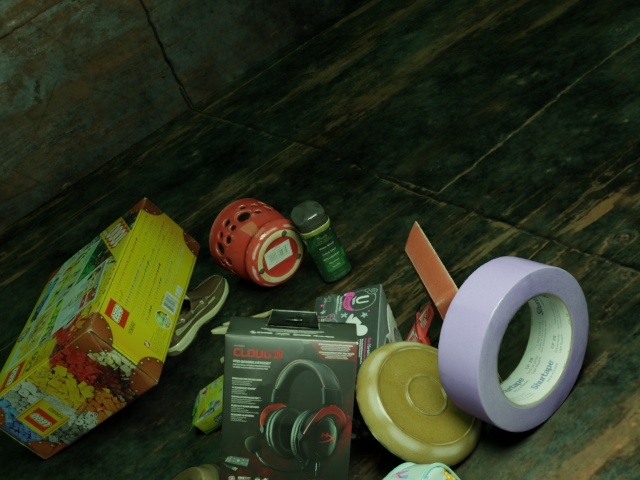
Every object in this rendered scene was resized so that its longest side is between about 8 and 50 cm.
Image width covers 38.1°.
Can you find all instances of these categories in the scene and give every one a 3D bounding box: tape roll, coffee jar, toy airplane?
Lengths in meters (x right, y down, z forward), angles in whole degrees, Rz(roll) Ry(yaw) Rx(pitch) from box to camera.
[{"bbox_3d":[0.319,0.168,1.517,0.275,0.275,0.090,-41,34,-24],"label":"tape roll"},{"bbox_3d":[0.000,0.000,2.118,0.079,0.184,0.096,-30,30,-6],"label":"coffee jar"},{"bbox_3d":[0.198,0.188,1.758,0.028,0.151,0.151,7,27,-14],"label":"toy airplane"}]

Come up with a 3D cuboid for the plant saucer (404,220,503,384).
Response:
[{"bbox_3d":[0.233,0.127,1.665,0.047,0.259,0.258,-27,30,3],"label":"plant saucer"}]

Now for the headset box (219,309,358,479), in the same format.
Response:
[{"bbox_3d":[-0.052,0.255,1.539,0.218,0.293,0.110,4,12,0],"label":"headset box"}]

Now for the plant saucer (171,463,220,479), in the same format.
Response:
[{"bbox_3d":[-0.253,0.498,1.566,0.278,0.041,0.278,-47,20,22],"label":"plant saucer"}]

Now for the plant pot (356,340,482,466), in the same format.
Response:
[{"bbox_3d":[0.174,0.265,1.559,0.236,0.236,0.032,-59,-1,-43],"label":"plant pot"}]

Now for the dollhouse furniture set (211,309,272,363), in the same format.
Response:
[{"bbox_3d":[-0.073,0.258,1.733,0.135,0.262,0.259,-17,0,12],"label":"dollhouse furniture set"}]

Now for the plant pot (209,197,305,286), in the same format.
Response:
[{"bbox_3d":[-0.144,0.013,2.219,0.191,0.191,0.174,-39,41,-20],"label":"plant pot"}]

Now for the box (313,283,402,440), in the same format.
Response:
[{"bbox_3d":[0.070,0.228,1.731,0.142,0.163,0.247,-13,33,16],"label":"box"}]

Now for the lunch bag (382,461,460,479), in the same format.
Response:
[{"bbox_3d":[0.123,0.465,1.270,0.279,0.224,0.108,-45,15,-28],"label":"lunch bag"}]

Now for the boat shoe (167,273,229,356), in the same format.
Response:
[{"bbox_3d":[-0.306,0.155,2.204,0.095,0.095,0.257,-5,36,33],"label":"boat shoe"}]

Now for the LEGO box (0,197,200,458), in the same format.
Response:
[{"bbox_3d":[-0.505,0.187,2.113,0.372,0.193,0.500,-35,25,25],"label":"LEGO box"}]

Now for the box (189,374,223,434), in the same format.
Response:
[{"bbox_3d":[-0.192,0.318,1.879,0.179,0.043,0.105,-34,26,21],"label":"box"}]
